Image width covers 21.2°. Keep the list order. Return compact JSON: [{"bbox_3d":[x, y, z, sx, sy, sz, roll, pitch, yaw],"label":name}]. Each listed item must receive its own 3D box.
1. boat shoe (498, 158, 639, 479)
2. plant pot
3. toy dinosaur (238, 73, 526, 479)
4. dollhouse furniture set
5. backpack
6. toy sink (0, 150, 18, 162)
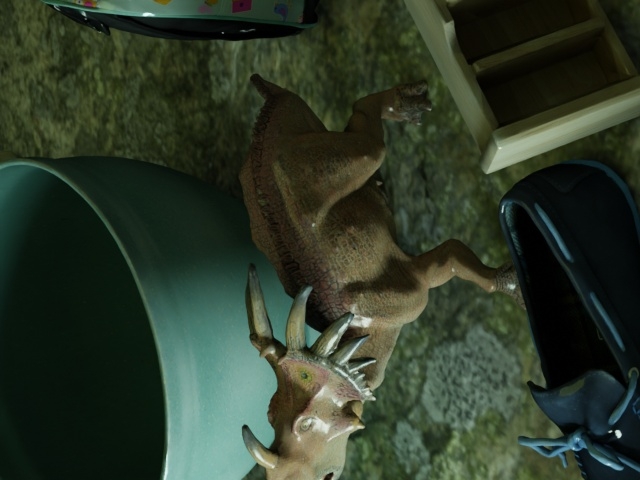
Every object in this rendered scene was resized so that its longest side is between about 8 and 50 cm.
[{"bbox_3d":[0.157,0.084,1.023,0.109,0.089,0.258,-27,79,51],"label":"boat shoe"},{"bbox_3d":[-0.121,0.067,1.272,0.293,0.196,0.293,19,115,46],"label":"plant pot"},{"bbox_3d":[0.000,0.000,1.102,0.127,0.200,0.295,-42,67,48],"label":"toy dinosaur"},{"bbox_3d":[0.122,-0.167,0.906,0.242,0.212,0.161,105,142,-69],"label":"dollhouse furniture set"},{"bbox_3d":[-0.106,-0.208,1.180,0.166,0.188,0.144,24,119,46],"label":"backpack"},{"bbox_3d":[-0.324,0.009,1.540,0.234,0.153,0.131,43,131,36],"label":"toy sink"}]
